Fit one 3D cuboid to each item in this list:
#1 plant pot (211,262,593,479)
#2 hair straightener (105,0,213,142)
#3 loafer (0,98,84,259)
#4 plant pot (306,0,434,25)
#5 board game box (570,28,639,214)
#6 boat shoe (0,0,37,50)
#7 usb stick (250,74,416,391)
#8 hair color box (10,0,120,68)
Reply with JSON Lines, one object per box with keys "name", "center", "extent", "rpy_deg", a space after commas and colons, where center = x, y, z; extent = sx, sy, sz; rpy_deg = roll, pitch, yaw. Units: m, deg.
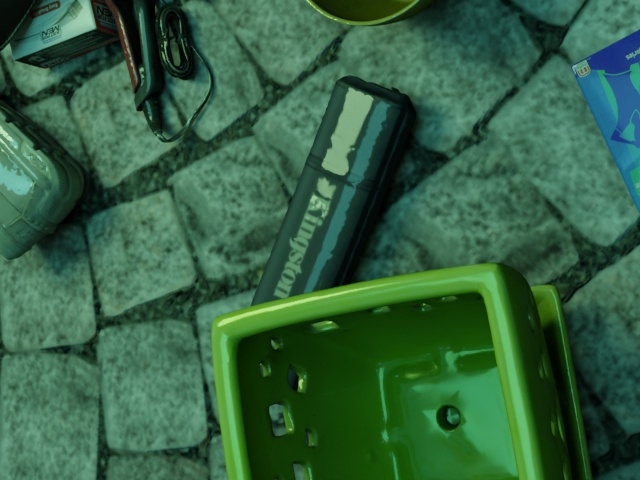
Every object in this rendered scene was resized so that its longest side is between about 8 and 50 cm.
{"name": "plant pot", "center": [0.077, 0.143, 0.993], "extent": [0.227, 0.207, 0.228], "rpy_deg": [-12, 84, 25]}
{"name": "hair straightener", "center": [-0.146, -0.200, 1.191], "extent": [0.089, 0.047, 0.230], "rpy_deg": [-15, 83, 24]}
{"name": "loafer", "center": [-0.355, -0.115, 1.251], "extent": [0.319, 0.112, 0.111], "rpy_deg": [44, 98, 19]}
{"name": "plant pot", "center": [0.054, -0.229, 1.072], "extent": [0.134, 0.095, 0.134], "rpy_deg": [0, 89, 24]}
{"name": "board game box", "center": [0.298, -0.069, 0.982], "extent": [0.160, 0.047, 0.210], "rpy_deg": [-28, 78, 22]}
{"name": "boat shoe", "center": [-0.254, -0.255, 1.170], "extent": [0.073, 0.073, 0.207], "rpy_deg": [25, 98, 24]}
{"name": "usb stick", "center": [0.000, 0.000, 1.120], "extent": [0.077, 0.045, 0.278], "rpy_deg": [25, 100, 22]}
{"name": "hair color box", "center": [-0.246, -0.252, 1.236], "extent": [0.093, 0.053, 0.167], "rpy_deg": [-16, 81, 22]}
